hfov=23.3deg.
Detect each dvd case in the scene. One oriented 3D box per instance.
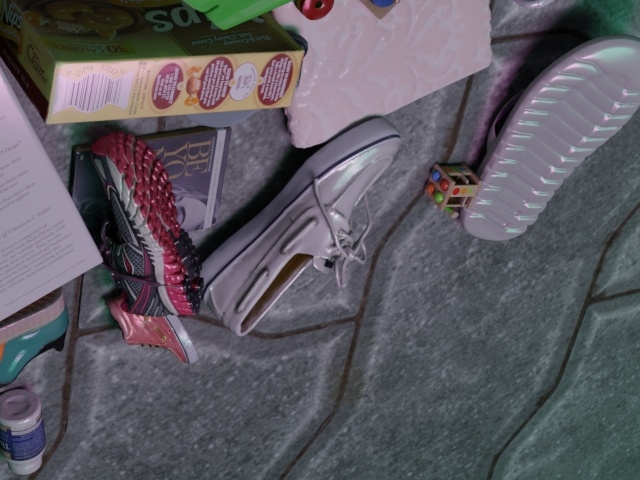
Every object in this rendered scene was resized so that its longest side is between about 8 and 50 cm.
[{"bbox_3d":[-0.228,-0.069,2.056,0.221,0.018,0.164,-11,132,-29],"label":"dvd case"}]

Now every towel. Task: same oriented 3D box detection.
[{"bbox_3d":[0.079,-0.305,2.041,0.317,0.053,0.332,-26,137,-16],"label":"towel"}]

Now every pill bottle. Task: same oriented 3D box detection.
[{"bbox_3d":[-0.421,0.271,2.184,0.067,0.067,0.120,-19,135,-22],"label":"pill bottle"}]

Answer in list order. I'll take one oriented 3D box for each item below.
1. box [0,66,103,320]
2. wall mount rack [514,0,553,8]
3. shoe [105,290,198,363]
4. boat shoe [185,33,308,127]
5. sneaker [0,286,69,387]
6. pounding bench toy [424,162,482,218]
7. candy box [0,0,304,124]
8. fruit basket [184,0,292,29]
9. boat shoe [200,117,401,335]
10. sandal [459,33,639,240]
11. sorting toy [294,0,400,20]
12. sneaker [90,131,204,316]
[{"bbox_3d":[-0.426,-0.077,1.787,0.215,0.168,0.345,-30,139,-10],"label":"box"},{"bbox_3d":[0.350,-0.468,2.037,0.304,0.130,0.350,-36,142,-22],"label":"wall mount rack"},{"bbox_3d":[-0.238,0.125,2.194,0.081,0.063,0.178,-31,134,-7],"label":"shoe"},{"bbox_3d":[-0.093,-0.203,1.976,0.183,0.083,0.065,-13,132,35],"label":"boat shoe"},{"bbox_3d":[-0.463,0.155,2.016,0.302,0.108,0.121,-22,132,-21],"label":"sneaker"},{"bbox_3d":[0.191,-0.069,2.337,0.065,0.052,0.083,-4,128,-34],"label":"pounding bench toy"},{"bbox_3d":[-0.200,-0.226,1.806,0.316,0.183,0.087,-6,130,-32],"label":"candy box"},{"bbox_3d":[-0.060,-0.455,1.561,0.392,0.392,0.283,-47,139,9],"label":"fruit basket"},{"bbox_3d":[-0.004,0.000,2.148,0.367,0.156,0.136,-42,160,7],"label":"boat shoe"},{"bbox_3d":[0.328,-0.168,2.323,0.169,0.102,0.416,17,129,-28],"label":"sandal"},{"bbox_3d":[0.100,-0.355,1.935,0.274,0.046,0.132,-45,140,7],"label":"sorting toy"},{"bbox_3d":[-0.241,-0.007,2.008,0.112,0.121,0.299,-7,130,11],"label":"sneaker"}]
